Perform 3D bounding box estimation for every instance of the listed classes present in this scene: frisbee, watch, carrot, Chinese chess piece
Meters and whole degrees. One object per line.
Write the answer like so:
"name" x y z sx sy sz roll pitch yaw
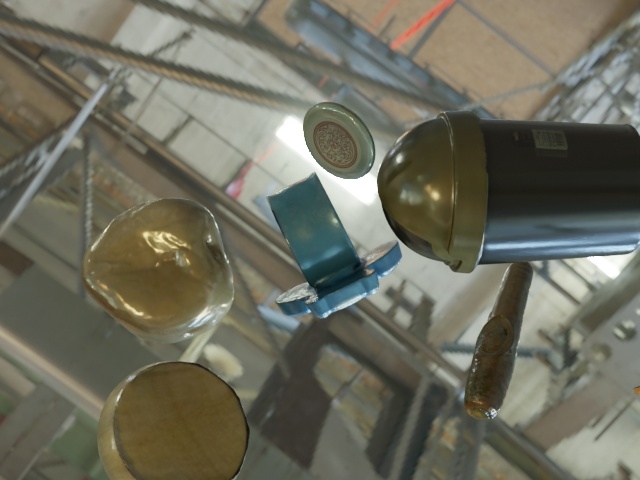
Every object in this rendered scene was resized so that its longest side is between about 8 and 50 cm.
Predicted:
"frisbee" 0.021 -0.123 1.426 0.110 0.110 0.014 41 -130 8
"watch" 0.000 0.000 1.713 0.193 0.211 0.211 63 -165 -7
"carrot" 0.282 0.135 1.756 0.070 0.070 0.342 35 -134 -11
"Chinese chess piece" -0.248 0.331 1.923 0.257 0.104 0.257 12 -119 -23

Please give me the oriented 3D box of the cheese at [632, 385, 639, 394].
"cheese" 0.400 0.193 1.328 0.111 0.047 0.017 43 -139 -41

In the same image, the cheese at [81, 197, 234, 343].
"cheese" -0.237 0.038 1.675 0.235 0.217 0.117 18 172 8

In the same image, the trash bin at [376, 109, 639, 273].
"trash bin" 0.238 -0.064 1.479 0.334 0.214 0.214 -2 -154 -8
